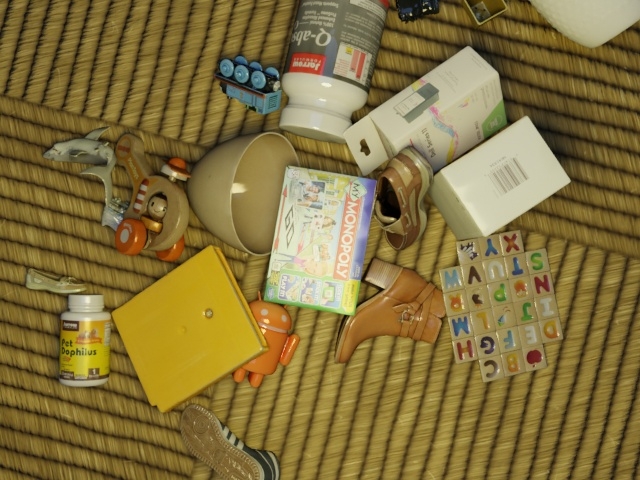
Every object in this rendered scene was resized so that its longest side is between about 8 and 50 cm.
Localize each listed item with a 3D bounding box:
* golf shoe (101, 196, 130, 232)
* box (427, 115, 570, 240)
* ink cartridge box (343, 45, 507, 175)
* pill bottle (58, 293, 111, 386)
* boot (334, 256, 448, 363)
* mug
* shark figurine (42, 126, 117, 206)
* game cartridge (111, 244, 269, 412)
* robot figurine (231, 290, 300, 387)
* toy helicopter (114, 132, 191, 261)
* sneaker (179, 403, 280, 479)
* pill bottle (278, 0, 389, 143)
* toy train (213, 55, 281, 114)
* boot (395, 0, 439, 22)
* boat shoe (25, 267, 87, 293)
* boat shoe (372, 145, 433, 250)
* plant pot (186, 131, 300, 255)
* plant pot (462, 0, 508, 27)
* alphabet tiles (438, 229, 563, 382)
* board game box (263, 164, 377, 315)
[{"bbox_3d":[-0.456,-0.030,1.883,0.176,0.069,0.086,32,114,1],"label":"golf shoe"},{"bbox_3d":[0.378,-0.127,1.716,0.215,0.345,0.168,-33,88,0],"label":"box"},{"bbox_3d":[0.247,-0.261,1.780,0.353,0.207,0.119,-34,57,1],"label":"ink cartridge box"},{"bbox_3d":[-0.565,0.237,1.841,0.117,0.117,0.214,1,89,1],"label":"pill bottle"},{"bbox_3d":[0.170,0.203,1.846,0.220,0.109,0.283,26,82,-2],"label":"boot"},{"bbox_3d":[0.640,-0.649,1.783,0.374,0.276,0.328,-38,94,-30],"label":"mug"},{"bbox_3d":[-0.530,-0.180,1.845,0.166,0.278,0.116,-33,130,-27],"label":"shark figurine"},{"bbox_3d":[-0.313,0.212,1.805,0.324,0.053,0.285,-33,73,16],"label":"game cartridge"},{"bbox_3d":[-0.147,0.235,1.828,0.158,0.128,0.219,20,89,26],"label":"robot figurine"},{"bbox_3d":[-0.397,-0.136,1.785,0.235,0.140,0.355,-50,53,24],"label":"toy helicopter"},{"bbox_3d":[-0.214,0.504,1.850,0.282,0.153,0.099,36,92,32],"label":"sneaker"},{"bbox_3d":[0.026,-0.423,1.797,0.210,0.210,0.362,13,89,1],"label":"pill bottle"},{"bbox_3d":[-0.175,-0.375,1.844,0.184,0.080,0.105,25,122,26],"label":"toy train"},{"bbox_3d":[0.233,-0.597,1.881,0.099,0.045,0.121,-12,89,4],"label":"boot"},{"bbox_3d":[-0.647,0.100,1.878,0.153,0.056,0.048,6,94,9],"label":"boat shoe"},{"bbox_3d":[0.169,-0.079,1.746,0.116,0.324,0.123,-34,59,-21],"label":"boat shoe"},{"bbox_3d":[-0.198,-0.116,1.789,0.191,0.284,0.284,8,89,30],"label":"plant pot"},{"bbox_3d":[0.392,-0.564,1.855,0.082,0.083,0.081,-30,89,1],"label":"plant pot"},{"bbox_3d":[0.436,0.156,1.844,0.285,0.011,0.342,-10,89,-13],"label":"alphabet tiles"},{"bbox_3d":[0.000,0.000,1.766,0.214,0.046,0.317,9,89,1],"label":"board game box"}]
